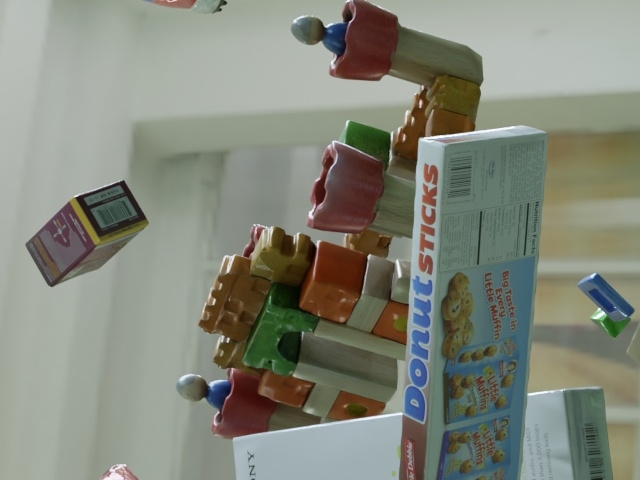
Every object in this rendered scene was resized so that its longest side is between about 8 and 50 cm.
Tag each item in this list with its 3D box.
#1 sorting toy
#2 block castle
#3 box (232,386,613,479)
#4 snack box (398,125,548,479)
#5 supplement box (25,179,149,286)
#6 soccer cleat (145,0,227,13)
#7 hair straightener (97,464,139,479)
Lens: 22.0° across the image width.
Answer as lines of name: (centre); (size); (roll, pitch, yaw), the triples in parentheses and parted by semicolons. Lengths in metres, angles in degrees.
sorting toy: (0.434, 0.150, 1.843); (0.047, 0.348, 0.196); (-45, -17, -10)
block castle: (0.000, 0.000, 1.739); (0.453, 0.213, 0.303); (116, 167, -47)
box: (0.074, 0.241, 1.206); (0.058, 0.322, 0.232); (5, -104, -47)
snack box: (0.070, 0.037, 0.765); (0.064, 0.022, 0.178); (-10, -70, -36)
supplement box: (-0.182, -0.005, 1.279); (0.055, 0.083, 0.043); (-24, -100, -47)
soccer cleat: (-0.117, -0.307, 1.439); (0.318, 0.116, 0.108); (119, 150, -60)
hair straightener: (-0.107, 0.259, 1.315); (0.047, 0.230, 0.089); (-40, -55, -19)
